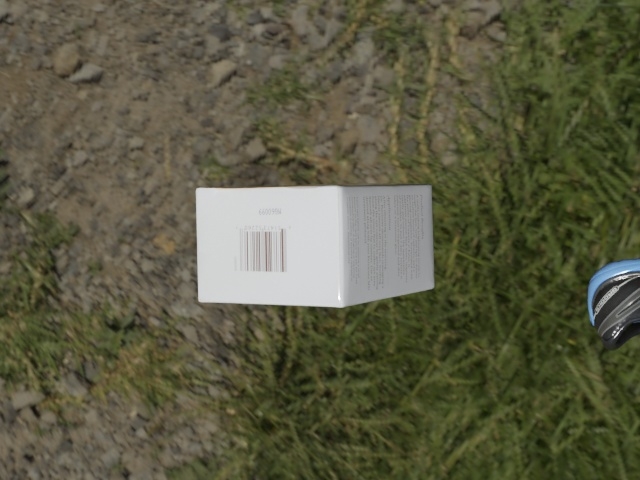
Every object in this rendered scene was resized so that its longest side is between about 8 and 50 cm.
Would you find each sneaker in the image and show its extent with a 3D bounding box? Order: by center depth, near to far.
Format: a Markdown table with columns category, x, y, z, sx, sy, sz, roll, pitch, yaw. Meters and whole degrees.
| category | x | y | z | sx | sy | sz | roll | pitch | yaw |
| --- | --- | --- | --- | --- | --- | --- | --- | --- | --- |
| sneaker | 0.290 | 0.051 | 0.820 | 0.067 | 0.188 | 0.078 | 50 | 39 | -59 |

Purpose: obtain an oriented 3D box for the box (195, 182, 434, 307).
| category | x | y | z | sx | sy | sz | roll | pitch | yaw |
| --- | --- | --- | --- | --- | --- | --- | --- | --- | --- |
| box | 0.000 | 0.000 | 0.911 | 0.170 | 0.130 | 0.091 | -6 | 95 | -61 |
